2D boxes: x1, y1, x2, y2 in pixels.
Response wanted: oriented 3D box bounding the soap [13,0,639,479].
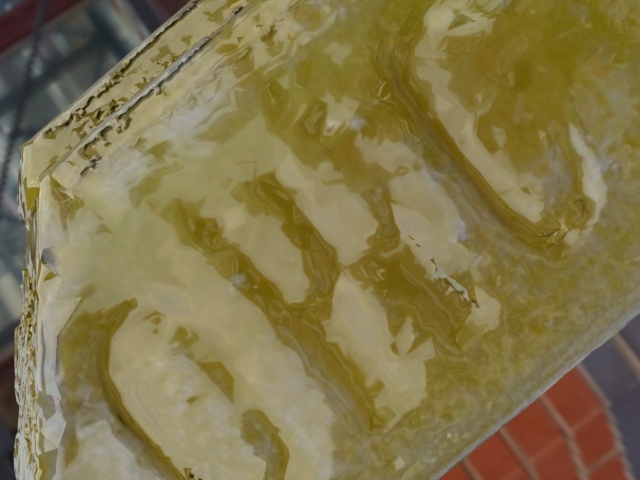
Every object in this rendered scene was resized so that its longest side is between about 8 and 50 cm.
[{"bbox_3d":[0.000,0.000,0.535,0.160,0.257,0.080,49,-179,-18],"label":"soap"}]
